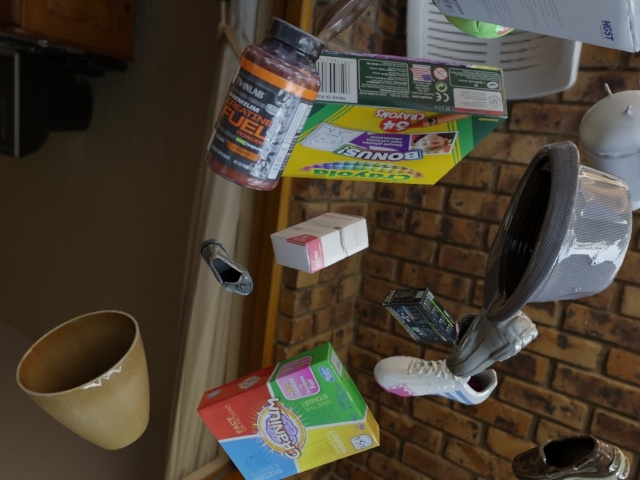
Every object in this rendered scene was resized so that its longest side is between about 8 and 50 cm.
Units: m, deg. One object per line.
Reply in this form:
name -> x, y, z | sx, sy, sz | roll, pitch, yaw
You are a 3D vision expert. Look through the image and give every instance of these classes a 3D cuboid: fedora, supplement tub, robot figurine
fedora -> 0.333, 0.001, 0.667 | 0.125, 0.275, 0.243 | 15, -141, 8
supplement tub -> -0.067, -0.170, 0.604 | 0.106, 0.197, 0.106 | 23, -160, -9
robot figurine -> 0.803, -0.241, 1.252 | 0.353, 0.200, 0.299 | 50, -169, -36

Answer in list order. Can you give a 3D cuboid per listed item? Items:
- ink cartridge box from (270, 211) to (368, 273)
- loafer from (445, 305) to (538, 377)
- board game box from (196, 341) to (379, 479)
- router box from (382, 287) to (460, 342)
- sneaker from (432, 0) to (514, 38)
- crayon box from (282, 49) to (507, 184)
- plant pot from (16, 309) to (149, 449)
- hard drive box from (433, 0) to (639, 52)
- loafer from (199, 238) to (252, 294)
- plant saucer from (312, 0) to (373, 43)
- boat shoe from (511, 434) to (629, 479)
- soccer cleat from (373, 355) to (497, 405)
ink cartridge box -> 0.000, 0.000, 1.307 | 0.218, 0.092, 0.159 | -25, -155, -36
loafer -> 0.325, 0.201, 0.985 | 0.112, 0.319, 0.111 | -29, -110, -21
board game box -> -0.067, 0.383, 1.033 | 0.317, 0.242, 0.064 | -25, -164, 14
router box -> 0.189, 0.141, 0.896 | 0.092, 0.122, 0.038 | -12, -143, 48
sneaker -> 0.356, -0.605, 0.836 | 0.202, 0.482, 0.185 | 35, -174, 28
crayon box -> 0.102, -0.211, 0.907 | 0.364, 0.105, 0.313 | 2, 165, -8
plant pot -> -0.474, 0.325, 1.036 | 0.238, 0.254, 0.237 | -6, -149, 4
hard drive box -> 0.192, -0.281, 0.444 | 0.232, 0.089, 0.181 | 36, -171, 37
loafer -> -0.296, 0.107, 1.531 | 0.096, 0.267, 0.084 | -34, -136, -1
plant saucer -> 0.044, -0.459, 0.968 | 0.029, 0.168, 0.168 | 51, -175, -7
boat shoe -> 0.488, 0.446, 0.993 | 0.095, 0.257, 0.095 | 36, -132, -9
soccer cleat -> 0.312, 0.356, 1.284 | 0.332, 0.143, 0.115 | 13, -133, -12
